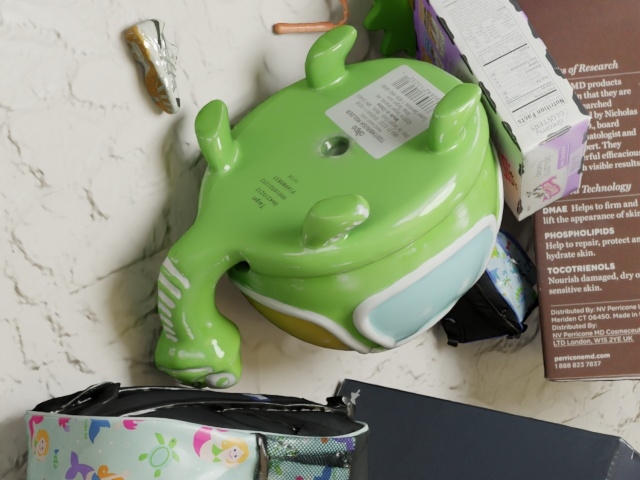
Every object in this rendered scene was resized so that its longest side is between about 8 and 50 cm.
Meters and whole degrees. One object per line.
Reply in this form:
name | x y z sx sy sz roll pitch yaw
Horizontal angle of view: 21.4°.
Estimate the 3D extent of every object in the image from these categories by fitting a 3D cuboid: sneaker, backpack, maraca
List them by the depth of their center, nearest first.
backpack | -0.114 0.201 1.355 0.253 0.225 0.191 14 79 -38
sneaker | -0.131 -0.148 1.432 0.037 0.032 0.083 -36 117 -33
maraca | 0.117 -0.252 1.605 0.185 0.099 0.127 -44 136 -5
backpack | 0.150 0.034 1.656 0.114 0.105 0.084 54 48 -23

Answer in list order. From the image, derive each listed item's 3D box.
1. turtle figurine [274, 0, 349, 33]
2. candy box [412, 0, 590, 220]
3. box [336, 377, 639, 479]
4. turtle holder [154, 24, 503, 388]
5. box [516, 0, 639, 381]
turtle figurine | -0.037 -0.309 1.464 0.269 0.087 0.217 22 79 -41
candy box | 0.158 -0.138 1.508 0.070 0.165 0.196 -28 71 -5
box | 0.194 0.290 1.558 0.312 0.343 0.179 37 71 -37
turtle holder | 0.019 -0.001 1.446 0.320 0.243 0.227 -57 144 -33
box | 0.278 -0.061 1.664 0.191 0.143 0.381 -10 97 -76
